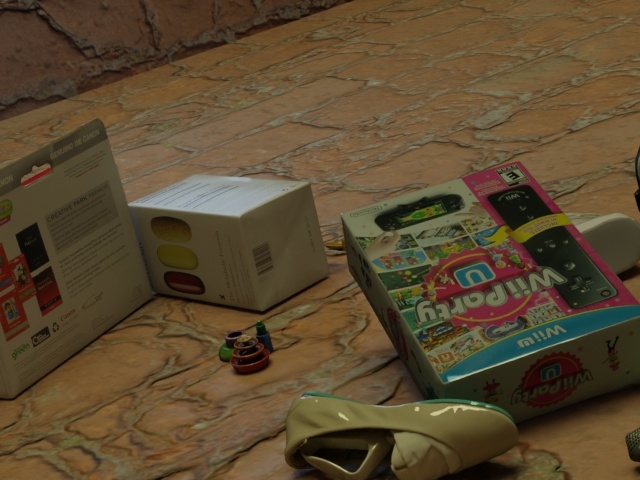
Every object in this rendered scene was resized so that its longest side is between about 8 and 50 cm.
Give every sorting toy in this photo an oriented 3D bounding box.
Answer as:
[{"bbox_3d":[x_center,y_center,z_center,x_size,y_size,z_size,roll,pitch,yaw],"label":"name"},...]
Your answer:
[{"bbox_3d":[-0.089,0.122,1.763,0.061,0.042,0.102,-19,19,-17],"label":"sorting toy"}]

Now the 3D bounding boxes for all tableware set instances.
[{"bbox_3d":[0.000,0.000,2.052,0.104,0.024,0.154,-9,9,-44],"label":"tableware set"}]

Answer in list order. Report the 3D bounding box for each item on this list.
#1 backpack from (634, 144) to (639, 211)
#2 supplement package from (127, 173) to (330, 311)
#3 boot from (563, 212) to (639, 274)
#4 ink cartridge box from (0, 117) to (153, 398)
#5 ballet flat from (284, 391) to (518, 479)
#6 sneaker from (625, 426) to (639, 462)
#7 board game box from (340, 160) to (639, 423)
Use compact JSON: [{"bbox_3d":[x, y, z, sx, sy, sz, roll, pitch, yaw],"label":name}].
[{"bbox_3d":[0.487,-0.049,1.577,0.253,0.225,0.191,-14,12,25],"label":"backpack"},{"bbox_3d":[-0.128,-0.001,2.000,0.244,0.139,0.134,6,25,46],"label":"supplement package"},{"bbox_3d":[0.253,0.027,1.767,0.258,0.095,0.123,-14,8,-17],"label":"boot"},{"bbox_3d":[-0.384,0.014,1.915,0.130,0.272,0.309,-1,21,32],"label":"ink cartridge box"},{"bbox_3d":[0.068,0.197,1.404,0.248,0.086,0.086,-2,21,35],"label":"ballet flat"},{"bbox_3d":[0.335,0.157,1.347,0.076,0.065,0.166,-1,20,42],"label":"sneaker"},{"bbox_3d":[0.177,0.056,1.548,0.224,0.097,0.303,-17,39,-11],"label":"board game box"}]
